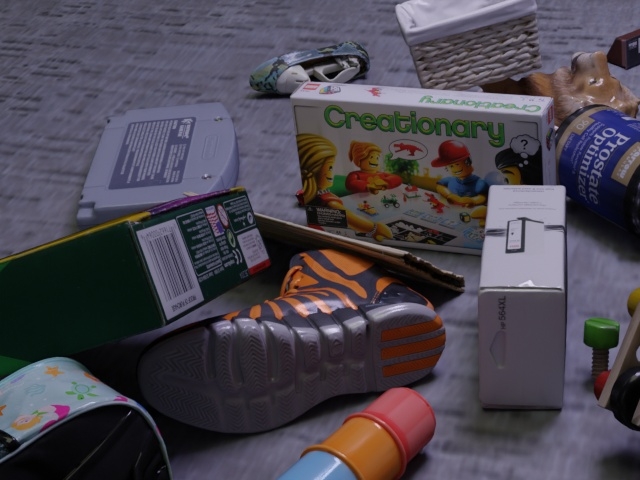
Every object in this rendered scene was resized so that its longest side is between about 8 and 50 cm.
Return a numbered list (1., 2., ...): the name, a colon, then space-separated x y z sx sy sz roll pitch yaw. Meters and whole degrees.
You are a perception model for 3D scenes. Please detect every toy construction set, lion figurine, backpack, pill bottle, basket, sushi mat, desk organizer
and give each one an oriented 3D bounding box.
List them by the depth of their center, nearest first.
1. backpack: -0.254 0.223 1.147 0.253 0.225 0.191 -34 41 -26
2. toy construction set: 0.372 0.057 1.207 0.258 0.237 0.309 3 13 8
3. sushi mat: 0.000 0.000 1.582 0.317 0.019 0.151 16 -4 34
4. pill bottle: 0.376 -0.070 1.605 0.123 0.122 0.219 -22 32 -22
5. basket: 0.188 -0.255 1.726 0.167 0.103 0.113 -16 27 4
6. lion figurine: 0.198 -0.126 1.762 0.392 0.142 0.240 -33 44 -13
7. desk organizer: 0.484 -0.301 2.049 0.130 0.047 0.050 -23 31 -25

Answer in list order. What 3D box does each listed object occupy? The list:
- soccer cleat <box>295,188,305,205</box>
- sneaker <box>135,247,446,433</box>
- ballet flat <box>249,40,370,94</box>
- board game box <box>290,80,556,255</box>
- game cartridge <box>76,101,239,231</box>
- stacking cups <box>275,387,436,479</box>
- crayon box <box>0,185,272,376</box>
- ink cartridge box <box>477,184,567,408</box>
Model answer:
1. soccer cleat: 0.006 -0.055 1.757 0.083 0.029 0.035 12 39 37
2. sneaker: -0.045 0.098 1.441 0.321 0.124 0.180 -6 24 -18
3. ballet flat: -0.011 -0.253 2.069 0.188 0.070 0.070 -19 32 -13
4. board game box: 0.122 -0.082 1.615 0.305 0.193 0.053 6 33 23
5. game cartridge: -0.209 -0.100 1.862 0.196 0.060 0.294 -8 30 7
6. stacking cups: -0.004 0.228 1.211 0.096 0.096 0.316 17 38 36
7. crayon box: -0.248 0.052 1.359 0.313 0.106 0.363 -19 2 14
8. ink cartridge box: 0.208 0.055 1.405 0.086 0.148 0.203 0 32 10
